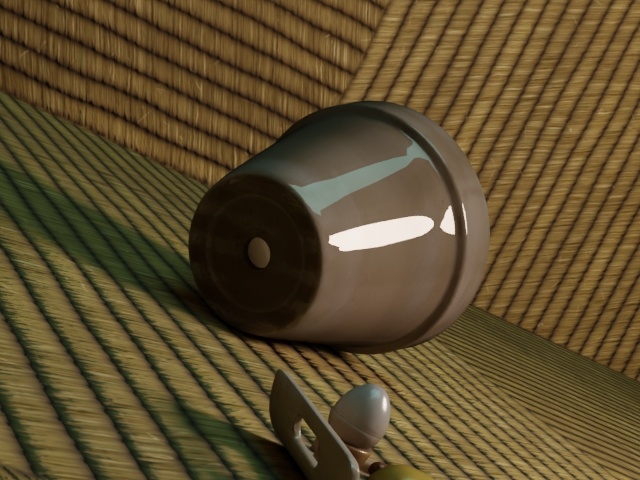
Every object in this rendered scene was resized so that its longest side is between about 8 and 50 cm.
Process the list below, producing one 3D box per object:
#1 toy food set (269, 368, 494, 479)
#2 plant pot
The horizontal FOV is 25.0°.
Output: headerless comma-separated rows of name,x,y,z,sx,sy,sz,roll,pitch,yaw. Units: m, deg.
toy food set,0.114,0.208,1.188,0.306,0.092,0.220,25,6,-21
plant pot,0.000,0.000,1.733,0.323,0.323,0.280,30,23,25
